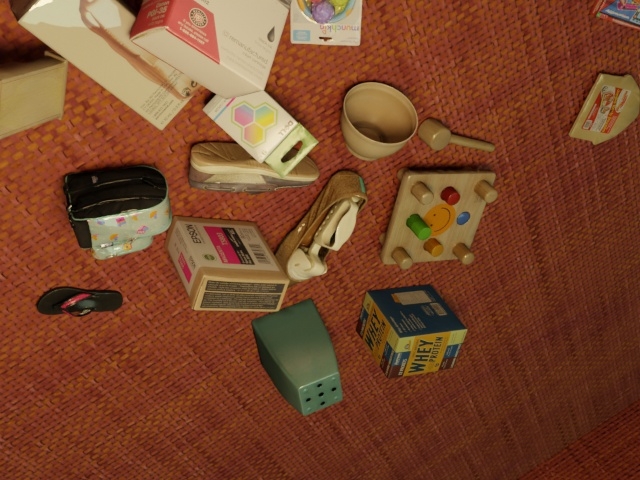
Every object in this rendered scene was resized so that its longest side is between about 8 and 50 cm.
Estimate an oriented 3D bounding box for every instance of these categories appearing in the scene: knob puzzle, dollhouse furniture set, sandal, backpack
[{"bbox_3d":[0.735,-0.336,1.904,0.213,0.030,0.213,-14,128,-18],"label":"knob puzzle"},{"bbox_3d":[-0.557,-0.266,1.195,0.161,0.242,0.212,-47,157,-59],"label":"dollhouse furniture set"},{"bbox_3d":[-0.509,0.135,1.594,0.179,0.040,0.067,0,123,-28],"label":"sandal"},{"bbox_3d":[-0.379,-0.060,1.433,0.188,0.166,0.144,-17,131,-11],"label":"backpack"}]

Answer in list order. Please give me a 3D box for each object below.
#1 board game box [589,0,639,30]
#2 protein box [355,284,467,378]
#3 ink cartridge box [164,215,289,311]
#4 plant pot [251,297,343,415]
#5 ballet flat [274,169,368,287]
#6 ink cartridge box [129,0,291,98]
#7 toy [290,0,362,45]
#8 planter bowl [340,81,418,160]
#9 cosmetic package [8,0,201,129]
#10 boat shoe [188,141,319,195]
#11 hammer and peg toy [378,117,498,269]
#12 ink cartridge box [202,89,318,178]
[{"bbox_3d":[0.769,-0.567,1.753,0.281,0.027,0.145,5,120,-30],"label":"board game box"},{"bbox_3d":[0.232,0.232,1.947,0.201,0.200,0.136,-4,125,-24],"label":"protein box"},{"bbox_3d":[-0.199,0.046,1.561,0.193,0.235,0.088,5,121,-31],"label":"ink cartridge box"},{"bbox_3d":[-0.043,0.298,1.829,0.165,0.234,0.166,-20,131,-14],"label":"plant pot"},{"bbox_3d":[0.000,0.000,1.705,0.116,0.124,0.342,25,110,-38],"label":"ballet flat"},{"bbox_3d":[-0.161,-0.409,1.226,0.207,0.117,0.283,26,73,-39],"label":"ink cartridge box"},{"bbox_3d":[0.010,-0.470,1.379,0.136,0.056,0.237,3,123,2],"label":"toy"},{"bbox_3d":[0.111,-0.238,1.582,0.162,0.162,0.109,-9,154,-22],"label":"planter bowl"},{"bbox_3d":[-0.352,-0.338,1.254,0.129,0.153,0.296,-46,133,8],"label":"cosmetic package"},{"bbox_3d":[-0.140,-0.141,1.550,0.285,0.103,0.092,0,135,-31],"label":"boat shoe"},{"bbox_3d":[0.300,-0.100,1.785,0.266,0.127,0.361,-3,124,-26],"label":"hammer and peg toy"},{"bbox_3d":[-0.114,-0.224,1.455,0.209,0.062,0.109,43,99,-10],"label":"ink cartridge box"}]
